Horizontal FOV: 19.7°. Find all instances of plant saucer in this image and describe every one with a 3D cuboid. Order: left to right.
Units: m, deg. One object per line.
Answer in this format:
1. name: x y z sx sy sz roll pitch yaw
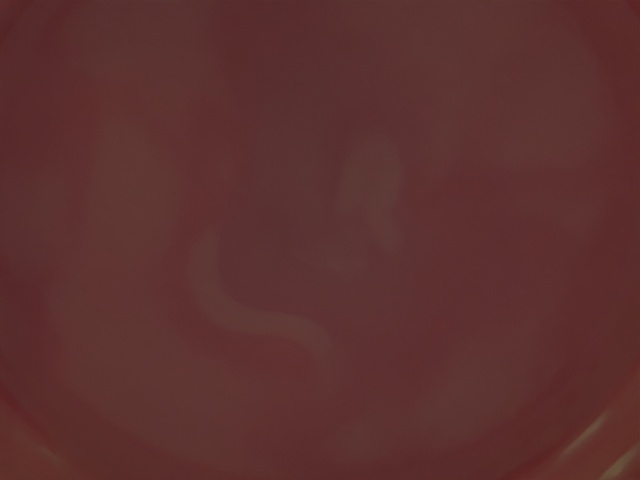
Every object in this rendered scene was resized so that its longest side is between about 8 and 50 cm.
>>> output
1. plant saucer: 0.000 0.000 0.571 0.332 0.084 0.332 -2 -64 -4
